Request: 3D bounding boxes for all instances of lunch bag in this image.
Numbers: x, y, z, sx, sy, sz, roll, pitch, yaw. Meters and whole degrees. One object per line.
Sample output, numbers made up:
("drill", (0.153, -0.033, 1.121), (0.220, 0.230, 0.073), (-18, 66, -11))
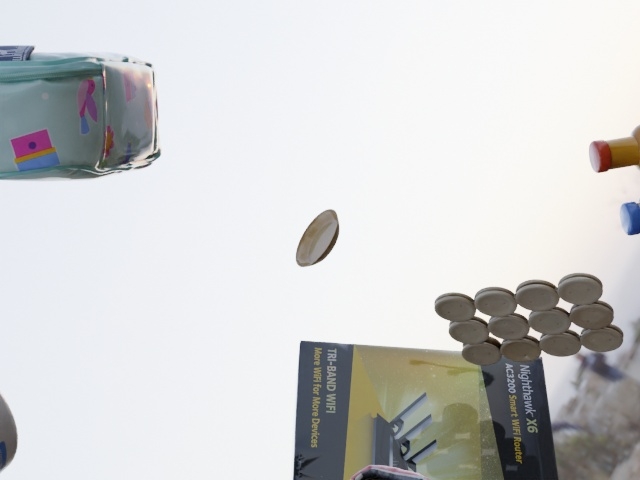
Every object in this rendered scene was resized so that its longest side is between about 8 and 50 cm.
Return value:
("lunch bag", (-0.268, -0.108, 0.948), (0.279, 0.224, 0.107), (-42, -47, -79))

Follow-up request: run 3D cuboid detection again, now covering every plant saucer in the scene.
("plant saucer", (0.000, 0.000, 1.387), (0.083, 0.015, 0.083), (-42, 29, 30))

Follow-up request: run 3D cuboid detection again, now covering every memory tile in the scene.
("memory tile", (0.181, 0.070, 0.962), (0.113, 0.148, 0.012), (54, -145, -42))

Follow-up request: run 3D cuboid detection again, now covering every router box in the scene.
("router box", (0.092, 0.242, 1.008), (0.081, 0.243, 0.308), (97, 176, -48))

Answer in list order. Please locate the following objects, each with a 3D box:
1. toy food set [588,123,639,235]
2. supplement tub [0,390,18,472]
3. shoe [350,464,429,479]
("toy food set", (0.267, 0.031, 0.816), (0.111, 0.105, 0.232), (-110, 11, -69))
("supplement tub", (-0.175, 0.091, 0.420), (0.107, 0.071, 0.071), (-44, -24, -46))
("shoe", (0.092, 0.227, 0.781), (0.063, 0.178, 0.081), (-45, -40, -17))
